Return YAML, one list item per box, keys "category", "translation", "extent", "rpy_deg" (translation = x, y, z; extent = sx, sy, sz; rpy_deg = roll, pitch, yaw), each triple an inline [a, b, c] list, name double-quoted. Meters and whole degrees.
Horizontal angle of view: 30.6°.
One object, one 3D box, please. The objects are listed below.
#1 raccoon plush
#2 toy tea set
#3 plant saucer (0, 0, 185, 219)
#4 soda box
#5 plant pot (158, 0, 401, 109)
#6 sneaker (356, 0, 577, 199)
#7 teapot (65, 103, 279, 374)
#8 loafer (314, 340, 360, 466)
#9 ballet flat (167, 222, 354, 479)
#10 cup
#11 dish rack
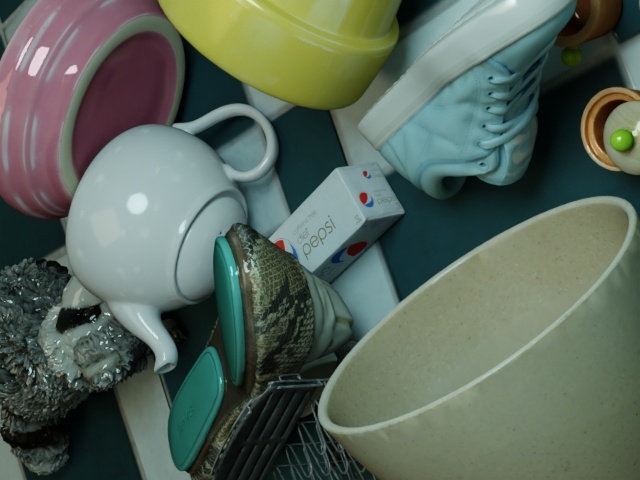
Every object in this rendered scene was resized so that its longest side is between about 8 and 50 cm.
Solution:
- category: "raccoon plush"
  translation: [-0.335, 0.212, 1.742]
  extent: [0.299, 0.216, 0.446]
  rpy_deg: [21, 144, 27]
- category: "toy tea set"
  translation: [0.245, -0.225, 1.016]
  extent: [0.200, 0.124, 0.336]
  rpy_deg: [-29, 77, 46]
- category: "plant saucer"
  translation: [-0.269, -0.170, 1.436]
  extent: [0.084, 0.332, 0.332]
  rpy_deg: [26, 118, 19]
- category: "soda box"
  translation: [0.000, 0.000, 1.365]
  extent: [0.216, 0.069, 0.074]
  rpy_deg: [-44, 67, 41]
- category: "plant pot"
  translation: [-0.005, -0.302, 1.176]
  extent: [0.254, 0.254, 0.239]
  rpy_deg: [51, 124, 25]
- category: "sneaker"
  translation: [0.163, -0.136, 1.089]
  extent: [0.150, 0.135, 0.366]
  rpy_deg: [46, 160, -2]
- category: "teapot"
  translation: [-0.172, -0.016, 1.442]
  extent: [0.187, 0.252, 0.256]
  rpy_deg: [22, 128, 24]
- category: "loafer"
  translation: [0.050, 0.192, 1.351]
  extent: [0.220, 0.078, 0.080]
  rpy_deg: [110, 148, -51]
- category: "ballet flat"
  translation: [-0.062, 0.132, 1.356]
  extent: [0.483, 0.182, 0.164]
  rpy_deg: [110, 150, -51]
- category: "cup"
  translation: [0.200, 0.151, 1.051]
  extent: [0.331, 0.331, 0.237]
  rpy_deg: [-27, 104, 46]
- category: "dish rack"
  translation: [0.024, 0.224, 1.257]
  extent: [0.074, 0.271, 0.208]
  rpy_deg: [60, 136, 41]
